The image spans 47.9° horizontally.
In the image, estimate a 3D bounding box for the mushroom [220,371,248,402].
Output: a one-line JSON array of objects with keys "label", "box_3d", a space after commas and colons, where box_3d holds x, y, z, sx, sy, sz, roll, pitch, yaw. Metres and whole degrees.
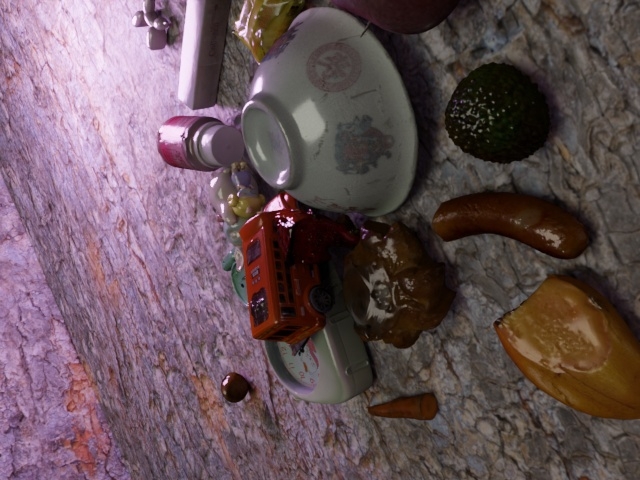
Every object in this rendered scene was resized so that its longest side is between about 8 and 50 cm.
[{"label": "mushroom", "box_3d": [-0.247, 0.432, 2.115, 0.088, 0.073, 0.129, 62, 179, 16]}]

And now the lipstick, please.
[{"label": "lipstick", "box_3d": [-0.282, -0.501, 1.753, 0.080, 0.076, 0.371, 41, 133, 32]}]

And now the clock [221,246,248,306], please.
[{"label": "clock", "box_3d": [-0.170, 0.108, 1.884, 0.211, 0.066, 0.159, 61, 142, 12]}]

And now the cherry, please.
[{"label": "cherry", "box_3d": [0.125, -0.473, 1.163, 0.261, 0.221, 0.307, 38, 113, 32]}]

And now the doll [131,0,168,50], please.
[{"label": "doll", "box_3d": [-0.453, -0.615, 1.929, 0.161, 0.059, 0.160, 57, 140, 19]}]

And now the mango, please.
[{"label": "mango", "box_3d": [0.418, 0.185, 1.147, 0.257, 0.138, 0.187, 51, 120, 18]}]

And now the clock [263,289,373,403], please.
[{"label": "clock", "box_3d": [-0.030, 0.253, 1.740, 0.324, 0.109, 0.265, -15, 94, 53]}]

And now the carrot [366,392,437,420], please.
[{"label": "carrot", "box_3d": [0.171, 0.375, 1.597, 0.224, 0.057, 0.057, -26, 84, 55]}]

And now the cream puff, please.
[{"label": "cream puff", "box_3d": [0.142, 0.098, 1.426, 0.241, 0.155, 0.269, 49, 138, 32]}]

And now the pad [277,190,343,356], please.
[{"label": "pad", "box_3d": [-0.063, 0.045, 1.652, 0.247, 0.007, 0.367, -56, 41, 37]}]

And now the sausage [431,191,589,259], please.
[{"label": "sausage", "box_3d": [0.312, -0.032, 1.229, 0.302, 0.076, 0.102, 8, 119, 50]}]

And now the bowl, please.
[{"label": "bowl", "box_3d": [-0.027, -0.216, 1.403, 0.435, 0.196, 0.434, 40, 144, 39]}]

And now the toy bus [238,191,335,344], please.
[{"label": "toy bus", "box_3d": [-0.084, 0.045, 1.537, 0.143, 0.153, 0.329, -36, 54, 48]}]

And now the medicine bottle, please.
[{"label": "medicine bottle", "box_3d": [-0.303, -0.246, 1.834, 0.247, 0.147, 0.147, 13, 115, 47]}]

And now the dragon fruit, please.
[{"label": "dragon fruit", "box_3d": [0.010, -0.008, 1.473, 0.092, 0.192, 0.122, -30, 57, 53]}]

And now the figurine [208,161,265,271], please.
[{"label": "figurine", "box_3d": [-0.187, -0.057, 1.758, 0.155, 0.127, 0.235, -39, 62, 42]}]

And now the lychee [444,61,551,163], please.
[{"label": "lychee", "box_3d": [0.282, -0.198, 1.141, 0.171, 0.171, 0.171, 24, 122, 44]}]

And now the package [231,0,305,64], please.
[{"label": "package", "box_3d": [-0.112, -0.479, 1.546, 0.168, 0.090, 0.226, 52, 141, 19]}]
